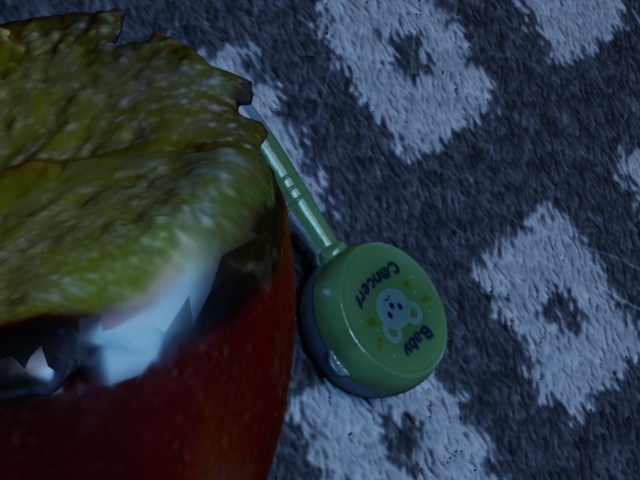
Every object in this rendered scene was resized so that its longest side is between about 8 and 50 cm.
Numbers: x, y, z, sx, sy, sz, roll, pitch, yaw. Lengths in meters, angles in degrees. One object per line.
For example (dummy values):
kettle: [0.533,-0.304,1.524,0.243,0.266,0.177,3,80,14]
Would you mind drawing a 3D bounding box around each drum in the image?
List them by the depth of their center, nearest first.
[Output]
drum: [-0.008,0.013,1.365,0.253,0.049,0.130,45,45,-15]

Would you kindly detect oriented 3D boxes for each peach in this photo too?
peach: [-0.196,0.060,0.912,0.353,0.416,0.339,41,40,-17]
